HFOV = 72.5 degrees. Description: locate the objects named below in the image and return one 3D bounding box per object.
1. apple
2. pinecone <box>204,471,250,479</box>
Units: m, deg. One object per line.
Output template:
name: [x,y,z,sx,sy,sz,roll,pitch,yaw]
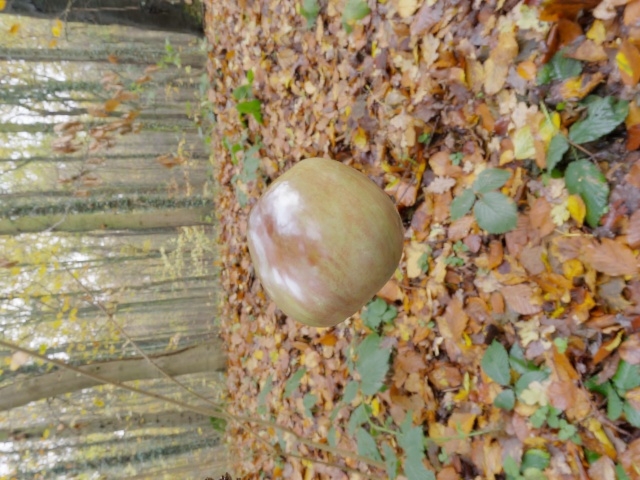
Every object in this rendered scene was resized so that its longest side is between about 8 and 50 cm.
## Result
apple: [0.000,0.000,0.699,0.257,0.234,0.257,-48,9,10]
pinecone: [-0.174,0.449,0.664,0.163,0.165,0.163,-12,-90,-85]
